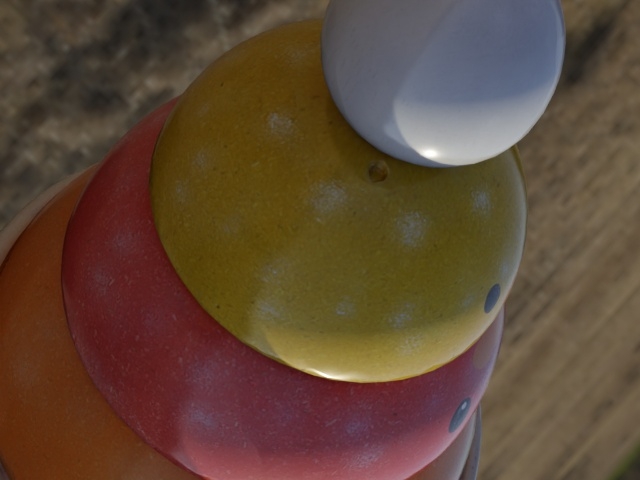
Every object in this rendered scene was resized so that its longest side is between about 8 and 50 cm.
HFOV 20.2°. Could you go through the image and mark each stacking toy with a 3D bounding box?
[{"bbox_3d":[0.000,0.000,0.996,0.350,0.350,0.480,-38,170,-33],"label":"stacking toy"}]
